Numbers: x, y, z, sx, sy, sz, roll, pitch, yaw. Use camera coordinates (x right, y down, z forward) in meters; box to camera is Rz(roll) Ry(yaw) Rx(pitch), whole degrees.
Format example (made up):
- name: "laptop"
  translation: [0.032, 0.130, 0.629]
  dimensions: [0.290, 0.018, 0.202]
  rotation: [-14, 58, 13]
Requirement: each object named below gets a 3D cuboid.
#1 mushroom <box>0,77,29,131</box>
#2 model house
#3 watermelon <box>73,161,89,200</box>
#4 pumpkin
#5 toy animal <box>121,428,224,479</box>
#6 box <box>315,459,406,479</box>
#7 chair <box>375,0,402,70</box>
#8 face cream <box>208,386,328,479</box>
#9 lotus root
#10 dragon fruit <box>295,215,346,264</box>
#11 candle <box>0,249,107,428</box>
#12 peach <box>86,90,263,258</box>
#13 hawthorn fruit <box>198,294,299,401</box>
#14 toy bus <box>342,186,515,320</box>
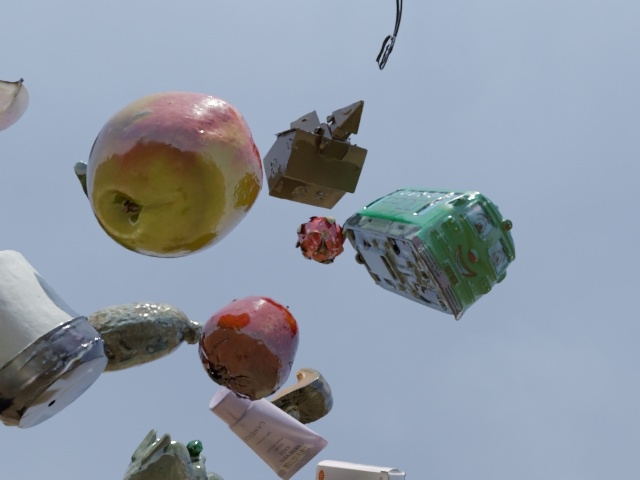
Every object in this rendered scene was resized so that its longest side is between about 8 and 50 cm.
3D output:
- name: "mushroom"
  translation: [-0.903, -0.335, 1.601]
  dimensions: [0.236, 0.162, 0.173]
  rotation: [11, -26, -4]
- name: "model house"
  translation: [0.011, -0.209, 1.242]
  dimensions: [0.181, 0.176, 0.248]
  rotation: [12, -43, -35]
- name: "watermelon"
  translation: [-0.440, -0.069, 1.249]
  dimensions: [0.092, 0.075, 0.181]
  rotation: [14, -31, 26]
- name: "pumpkin"
  translation: [-0.048, 0.480, 1.822]
  dimensions: [0.126, 0.248, 0.130]
  rotation: [-1, -68, 28]
- name: "toy animal"
  translation: [-0.216, 0.412, 0.993]
  dimensions: [0.108, 0.138, 0.236]
  rotation: [-4, -54, 52]
- name: "box"
  translation: [0.076, 0.665, 1.329]
  dimensions: [0.173, 0.332, 0.145]
  rotation: [-2, -20, 23]
- name: "chair"
  translation: [0.095, -0.502, 1.134]
  dimensions: [0.170, 0.159, 0.325]
  rotation: [15, -71, -7]
- name: "face cream"
  translation: [-0.131, 0.440, 1.421]
  dimensions: [0.274, 0.096, 0.154]
  rotation: [41, -79, -11]
- name: "lotus root"
  translation: [-0.478, 0.244, 1.578]
  dimensions: [0.350, 0.175, 0.175]
  rotation: [-7, -37, -28]
- name: "dragon fruit"
  translation: [0.002, 0.000, 1.045]
  dimensions: [0.086, 0.081, 0.116]
  rotation: [4, -5, 8]
- name: "candle"
  translation: [-0.564, 0.153, 1.088]
  dimensions: [0.342, 0.221, 0.221]
  rotation: [45, -48, 5]
- name: "peach"
  translation: [-0.191, -0.090, 0.812]
  dimensions: [0.231, 0.231, 0.231]
  rotation: [7, -45, 7]
- name: "hawthorn fruit"
  translation: [-0.096, 0.148, 0.903]
  dimensions: [0.148, 0.172, 0.148]
  rotation: [26, -39, 23]
- name: "toy bus"
  translation: [0.203, 0.004, 1.140]
  dimensions: [0.199, 0.343, 0.183]
  rotation: [-35, -73, -13]
